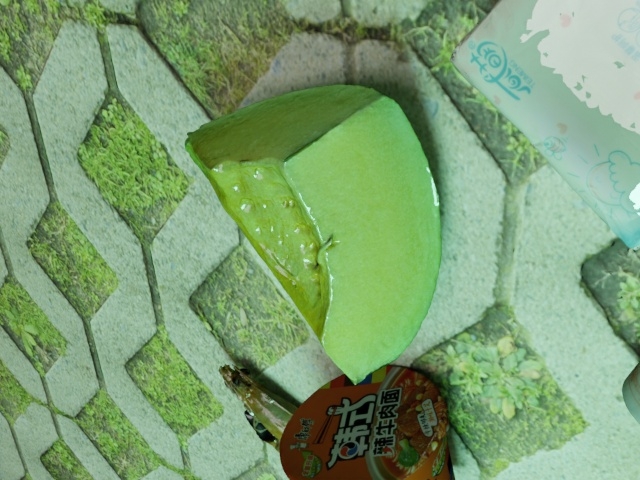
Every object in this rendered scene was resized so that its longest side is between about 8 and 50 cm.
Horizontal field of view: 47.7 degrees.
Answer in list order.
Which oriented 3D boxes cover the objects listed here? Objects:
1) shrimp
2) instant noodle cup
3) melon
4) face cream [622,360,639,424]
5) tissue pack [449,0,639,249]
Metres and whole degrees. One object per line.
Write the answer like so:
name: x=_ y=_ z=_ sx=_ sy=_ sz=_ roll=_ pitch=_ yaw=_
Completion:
shrimp: x=-0.078 y=0.330 z=1.297 sx=0.287 sy=0.063 sz=0.152 roll=41 pitch=144 yaw=6
instant noodle cup: x=0.090 y=0.338 z=1.068 sx=0.250 sy=0.250 sz=0.192 roll=-1 pitch=125 yaw=36
melon: x=0.000 y=0.000 z=0.937 sx=0.331 sy=0.226 sz=0.344 roll=-9 pitch=125 yaw=26
face cream: x=0.426 y=0.105 z=0.767 sx=0.101 sy=0.101 sz=0.252 roll=31 pitch=130 yaw=16
tissue pack: x=0.283 y=-0.151 z=0.671 sx=0.271 sy=0.124 sz=0.201 roll=47 pitch=131 yaw=4
